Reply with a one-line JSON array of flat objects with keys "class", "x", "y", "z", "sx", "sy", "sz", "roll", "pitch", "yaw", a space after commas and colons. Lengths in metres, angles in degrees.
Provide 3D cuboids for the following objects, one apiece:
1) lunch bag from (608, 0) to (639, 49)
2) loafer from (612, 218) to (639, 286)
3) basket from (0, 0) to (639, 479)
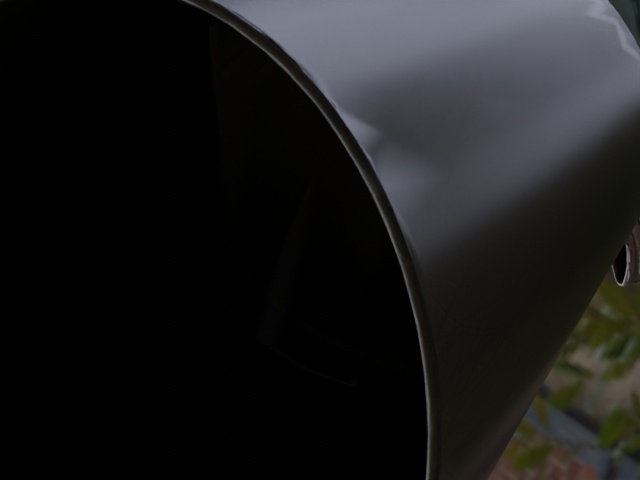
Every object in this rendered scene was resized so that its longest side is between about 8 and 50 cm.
[{"class": "lunch bag", "x": 0.177, "y": -0.156, "z": 1.184, "sx": 0.279, "sy": 0.107, "sz": 0.224, "roll": 41, "pitch": -138, "yaw": -76}, {"class": "loafer", "x": 0.238, "y": -0.006, "z": 1.437, "sx": 0.039, "sy": 0.045, "sz": 0.125, "roll": -33, "pitch": -45, "yaw": 1}, {"class": "basket", "x": 0.000, "y": 0.002, "z": 0.493, "sx": 0.227, "sy": 0.154, "sz": 0.204, "roll": -39, "pitch": -38, "yaw": -57}]
